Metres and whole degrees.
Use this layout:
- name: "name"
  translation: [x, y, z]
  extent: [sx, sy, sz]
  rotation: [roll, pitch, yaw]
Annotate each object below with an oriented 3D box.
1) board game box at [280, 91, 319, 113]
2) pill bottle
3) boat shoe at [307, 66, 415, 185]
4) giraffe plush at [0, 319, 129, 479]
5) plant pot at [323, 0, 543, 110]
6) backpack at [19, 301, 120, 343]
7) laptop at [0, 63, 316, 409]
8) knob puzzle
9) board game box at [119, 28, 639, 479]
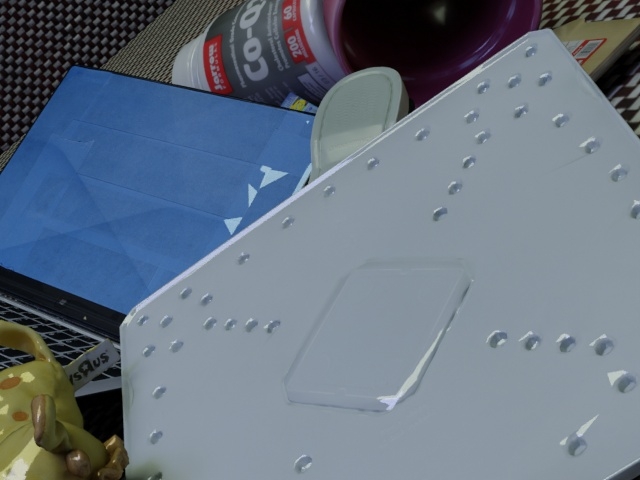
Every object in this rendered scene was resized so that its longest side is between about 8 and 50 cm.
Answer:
- name: "board game box"
  translation: [-0.035, -0.080, 1.301]
  extent: [0.136, 0.035, 0.201]
  rotation: [-54, 20, 4]
- name: "pill bottle"
  translation: [-0.043, -0.217, 1.474]
  extent: [0.283, 0.161, 0.161]
  rotation: [-16, 30, 47]
- name: "boat shoe"
  translation: [0.031, -0.012, 1.017]
  extent: [0.114, 0.091, 0.303]
  rotation: [-4, 48, 32]
- name: "giraffe plush"
  translation: [-0.188, 0.161, 0.792]
  extent: [0.210, 0.181, 0.170]
  rotation: [-51, 25, -7]
- name: "plant pot"
  translation: [0.094, -0.254, 1.206]
  extent: [0.201, 0.201, 0.180]
  rotation: [-33, 37, 14]
- name: "backpack"
  translation: [-0.236, 0.074, 1.253]
  extent: [0.182, 0.115, 0.152]
  rotation: [-33, 18, 8]
- name: "laptop"
  translation: [-0.266, -0.025, 1.098]
  extent: [0.382, 0.236, 0.408]
  rotation: [16, 13, 38]
- name: "knob puzzle"
  translation: [0.176, -0.125, 1.094]
  extent: [0.213, 0.030, 0.213]
  rotation: [-33, 21, 15]
- name: "board game box"
  translation: [0.046, 0.070, 0.770]
  extent: [0.390, 0.050, 0.390]
  rotation: [-34, 32, 11]
